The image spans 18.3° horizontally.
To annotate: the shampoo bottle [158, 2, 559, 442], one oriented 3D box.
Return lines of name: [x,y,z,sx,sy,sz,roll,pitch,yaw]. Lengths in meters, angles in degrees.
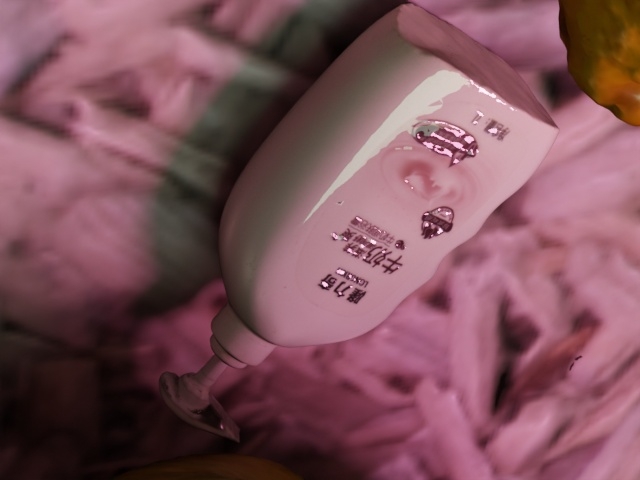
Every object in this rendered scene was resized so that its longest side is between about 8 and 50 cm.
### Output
shampoo bottle: [0.000,0.000,0.617,0.077,0.045,0.152,28,114,-41]

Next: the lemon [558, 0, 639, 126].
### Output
lemon: [0.153,-0.129,0.466,0.260,0.204,0.204,-42,134,10]

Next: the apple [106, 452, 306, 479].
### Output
apple: [0.001,0.218,0.609,0.338,0.338,0.305,42,69,-44]
